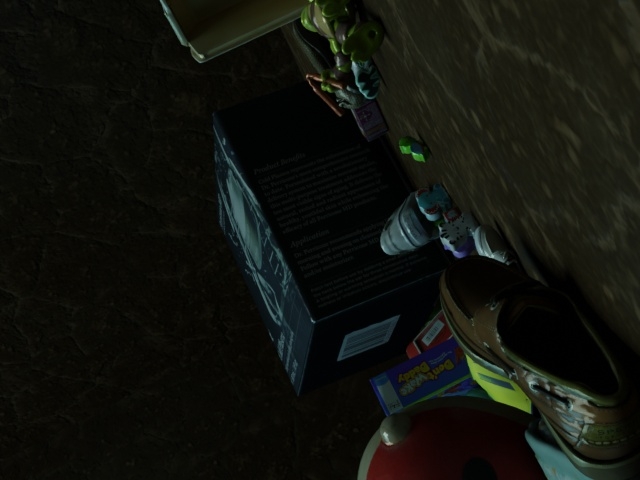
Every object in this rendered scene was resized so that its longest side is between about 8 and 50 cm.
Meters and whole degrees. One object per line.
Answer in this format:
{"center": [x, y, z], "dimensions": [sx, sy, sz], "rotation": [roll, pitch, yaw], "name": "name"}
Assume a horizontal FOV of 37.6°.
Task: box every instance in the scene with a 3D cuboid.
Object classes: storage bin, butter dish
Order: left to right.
{"center": [-0.170, -0.478, 1.602], "dimensions": [0.262, 0.260, 0.123], "rotation": [62, -175, -45], "name": "storage bin"}
{"center": [0.270, 0.217, 1.870], "dimensions": [0.118, 0.160, 0.160], "rotation": [37, -170, -21], "name": "butter dish"}

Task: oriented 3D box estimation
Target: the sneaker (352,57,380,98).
{"center": [0.065, -0.262, 1.434], "dimensions": [0.069, 0.038, 0.098], "rotation": [-82, -26, -86], "name": "sneaker"}

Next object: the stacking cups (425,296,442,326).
{"center": [0.220, 0.076, 1.998], "dimensions": [0.096, 0.096, 0.316], "rotation": [59, -173, -82], "name": "stacking cups"}

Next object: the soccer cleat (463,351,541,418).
{"center": [0.298, 0.218, 1.360], "dimensions": [0.121, 0.093, 0.289], "rotation": [110, 147, -47], "name": "soccer cleat"}

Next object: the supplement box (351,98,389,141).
{"center": [0.080, -0.225, 1.642], "dimensions": [0.083, 0.043, 0.055], "rotation": [62, 180, -30], "name": "supplement box"}

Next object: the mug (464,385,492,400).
{"center": [0.302, 0.295, 1.582], "dimensions": [0.158, 0.129, 0.097], "rotation": [29, -110, -75], "name": "mug"}

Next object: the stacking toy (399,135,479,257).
{"center": [0.174, -0.028, 1.332], "dimensions": [0.221, 0.052, 0.167], "rotation": [64, -179, 38], "name": "stacking toy"}

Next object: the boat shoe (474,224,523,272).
{"center": [0.212, 0.024, 1.081], "dimensions": [0.100, 0.035, 0.035], "rotation": [67, 154, 9], "name": "boat shoe"}

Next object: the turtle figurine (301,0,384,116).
{"center": [0.019, -0.288, 1.256], "dimensions": [0.217, 0.087, 0.269], "rotation": [-137, 27, -69], "name": "turtle figurine"}

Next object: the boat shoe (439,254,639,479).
{"center": [0.205, 0.083, 0.884], "dimensions": [0.307, 0.111, 0.104], "rotation": [47, 164, 52], "name": "boat shoe"}

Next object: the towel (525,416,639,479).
{"center": [0.341, 0.340, 0.947], "dimensions": [0.320, 0.090, 0.374], "rotation": [63, -179, 1], "name": "towel"}

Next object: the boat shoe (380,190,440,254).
{"center": [0.137, -0.026, 1.470], "dimensions": [0.083, 0.076, 0.226], "rotation": [61, -164, 4], "name": "boat shoe"}

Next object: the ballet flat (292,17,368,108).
{"center": [0.014, -0.307, 1.619], "dimensions": [0.250, 0.084, 0.058], "rotation": [58, 144, 37], "name": "ballet flat"}

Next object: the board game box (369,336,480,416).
{"center": [0.245, 0.298, 1.720], "dimensions": [0.078, 0.233, 0.347], "rotation": [63, -179, 35], "name": "board game box"}

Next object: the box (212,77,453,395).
{"center": [0.000, 0.000, 1.930], "dimensions": [0.480, 0.297, 0.471], "rotation": [100, 147, -64], "name": "box"}

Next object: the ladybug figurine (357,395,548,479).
{"center": [0.232, 0.387, 1.194], "dimensions": [0.449, 0.305, 0.162], "rotation": [43, -172, -13], "name": "ladybug figurine"}
